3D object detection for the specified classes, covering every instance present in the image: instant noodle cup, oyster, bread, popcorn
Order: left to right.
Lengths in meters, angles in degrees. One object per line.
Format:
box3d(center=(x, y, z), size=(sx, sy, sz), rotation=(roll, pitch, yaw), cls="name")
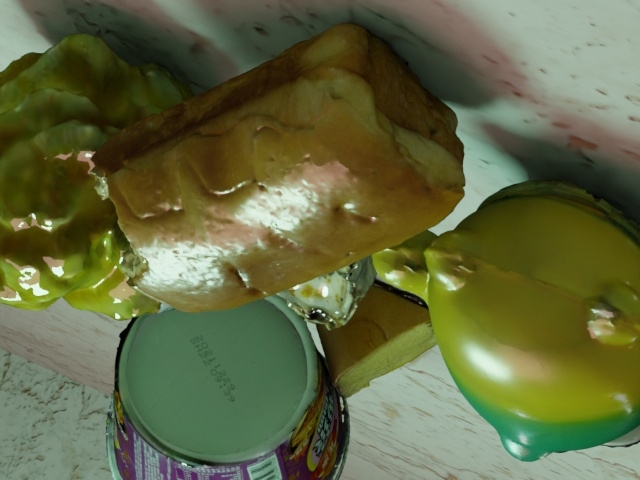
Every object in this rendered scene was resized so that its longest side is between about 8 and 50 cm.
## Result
box3d(center=(-0.256, -0.078, 1.683), size=(0.321, 0.325, 0.290), rotation=(-8, 147, 5), cls="popcorn")
box3d(center=(-0.129, 0.200, 2.112), size=(0.340, 0.340, 0.266), rotation=(24, 159, 12), cls="instant noodle cup")
box3d(center=(-0.045, -0.044, 1.422), size=(0.344, 0.149, 0.195), rotation=(-24, 127, 36), cls="bread")
box3d(center=(0.004, -0.003, 1.790), size=(0.166, 0.110, 0.341), rotation=(13, 158, 25), cls="oyster")
box3d(center=(0.076, 0.095, 2.107), size=(0.160, 0.169, 0.140), rotation=(-17, 158, 4), cls="bread")

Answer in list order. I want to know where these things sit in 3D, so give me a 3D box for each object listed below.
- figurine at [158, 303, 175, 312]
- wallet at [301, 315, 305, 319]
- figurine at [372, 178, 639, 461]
box3d(center=(-0.175, -0.012, 1.958), size=(0.208, 0.184, 0.128), rotation=(-14, 175, -15), cls="figurine")
box3d(center=(-0.082, 0.043, 2.190), size=(0.141, 0.067, 0.241), rotation=(20, 169, 7), cls="wallet")
box3d(center=(0.210, 0.080, 1.487), size=(0.324, 0.231, 0.340), rotation=(19, 169, 22), cls="figurine")
